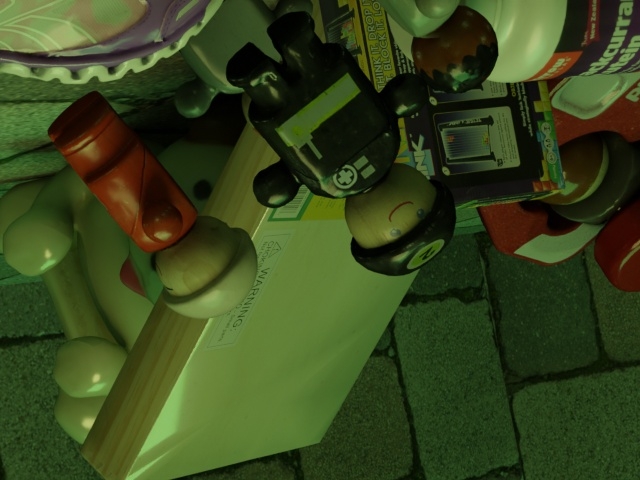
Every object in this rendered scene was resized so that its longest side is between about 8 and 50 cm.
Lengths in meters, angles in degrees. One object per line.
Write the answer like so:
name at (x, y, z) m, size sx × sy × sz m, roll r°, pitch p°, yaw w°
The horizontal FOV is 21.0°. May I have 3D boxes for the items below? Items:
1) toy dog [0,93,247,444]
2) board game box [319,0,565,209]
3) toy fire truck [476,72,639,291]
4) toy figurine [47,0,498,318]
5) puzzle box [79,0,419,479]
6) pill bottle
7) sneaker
toy dog at (-0.101, 0.024, 1.635) m, size 0.395 × 0.285 × 0.408 m, roll -10°, pitch 173°, yaw -19°
board game box at (0.078, -0.104, 1.125) m, size 0.141 × 0.170 × 0.048 m, roll -7°, pitch 176°, yaw -29°
toy fire truck at (0.228, -0.100, 1.298) m, size 0.302 × 0.169 × 0.254 m, roll -41°, pitch 145°, yaw 25°
toy figurine at (-0.015, -0.073, 0.938) m, size 0.213 × 0.148 × 0.209 m, roll -18°, pitch -146°, yaw 37°
puzzle box at (0.000, 0.000, 1.321) m, size 0.272 × 0.052 × 0.409 m, roll -2°, pitch 126°, yaw -56°
pill bottle at (0.141, -0.152, 1.062) m, size 0.193 × 0.108 × 0.108 m, roll -8°, pitch 175°, yaw -32°
sneaker at (-0.149, -0.132, 0.826) m, size 0.236 × 0.095 × 0.104 m, roll -13°, pitch 158°, yaw -19°
